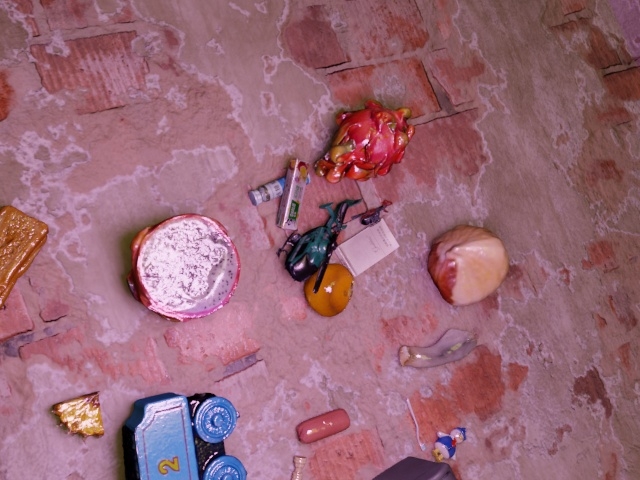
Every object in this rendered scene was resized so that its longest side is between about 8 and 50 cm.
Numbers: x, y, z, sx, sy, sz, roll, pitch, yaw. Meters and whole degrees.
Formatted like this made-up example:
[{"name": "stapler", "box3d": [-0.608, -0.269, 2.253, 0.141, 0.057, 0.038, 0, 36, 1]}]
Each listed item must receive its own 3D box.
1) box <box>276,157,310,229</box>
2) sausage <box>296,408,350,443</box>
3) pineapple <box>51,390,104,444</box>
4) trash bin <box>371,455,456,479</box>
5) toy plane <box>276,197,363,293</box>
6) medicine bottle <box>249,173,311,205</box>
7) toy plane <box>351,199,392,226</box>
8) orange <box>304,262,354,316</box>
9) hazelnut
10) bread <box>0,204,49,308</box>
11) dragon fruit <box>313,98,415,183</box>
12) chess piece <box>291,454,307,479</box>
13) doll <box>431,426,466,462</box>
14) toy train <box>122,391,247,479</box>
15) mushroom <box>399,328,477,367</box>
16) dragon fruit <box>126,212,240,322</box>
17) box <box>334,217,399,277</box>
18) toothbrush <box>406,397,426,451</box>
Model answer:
[{"name": "box", "box3d": [-0.079, -0.134, 1.607, 0.049, 0.041, 0.207, 9, 96, -36]}, {"name": "sausage", "box3d": [0.008, 0.515, 1.527, 0.154, 0.062, 0.062, -13, 83, -24]}, {"name": "pineapple", "box3d": [-0.568, 0.415, 1.324, 0.137, 0.069, 0.116, 42, 61, -18]}, {"name": "trash bin", "box3d": [0.262, 0.675, 1.498, 0.176, 0.236, 0.101, -23, 87, -24]}, {"name": "toy plane", "box3d": [0.000, 0.000, 1.584, 0.106, 0.155, 0.382, 58, 42, -27]}, {"name": "medicine bottle", "box3d": [-0.119, -0.158, 1.632, 0.191, 0.051, 0.051, -27, 89, -24]}, {"name": "toy plane", "box3d": [0.171, -0.087, 1.732, 0.145, 0.060, 0.037, -31, 129, -20]}, {"name": "orange", "box3d": [0.025, 0.140, 1.588, 0.156, 0.134, 0.157, -28, 128, -44]}, {"name": "hazelnut", "box3d": [0.449, 0.066, 1.700, 0.241, 0.261, 0.261, 43, 62, -42]}, {"name": "bread", "box3d": [-0.774, 0.052, 1.308, 0.139, 0.077, 0.271, 27, 68, -10]}, {"name": "dragon fruit", "box3d": [0.141, -0.286, 1.671, 0.243, 0.227, 0.308, 24, 73, -11]}, {"name": "chess piece", "box3d": [-0.062, 0.634, 1.490, 0.035, 0.035, 0.092, 14, 77, -19]}, {"name": "doll", "box3d": [0.394, 0.612, 1.666, 0.142, 0.057, 0.099, -28, 89, -30]}, {"name": "toy train", "box3d": [-0.331, 0.519, 1.315, 0.264, 0.188, 0.301, -6, 83, -30]}, {"name": "mushroom", "box3d": [0.365, 0.337, 1.695, 0.277, 0.099, 0.096, -14, 78, -21]}, {"name": "dragon fruit", "box3d": [-0.352, 0.076, 1.423, 0.290, 0.189, 0.291, 1, 86, -22]}, {"name": "box", "box3d": [0.145, 0.022, 1.710, 0.198, 0.029, 0.109, -32, 91, -26]}, {"name": "toothbrush", "box3d": [0.284, 0.555, 1.656, 0.017, 0.014, 0.162, -19, 85, -10]}]
